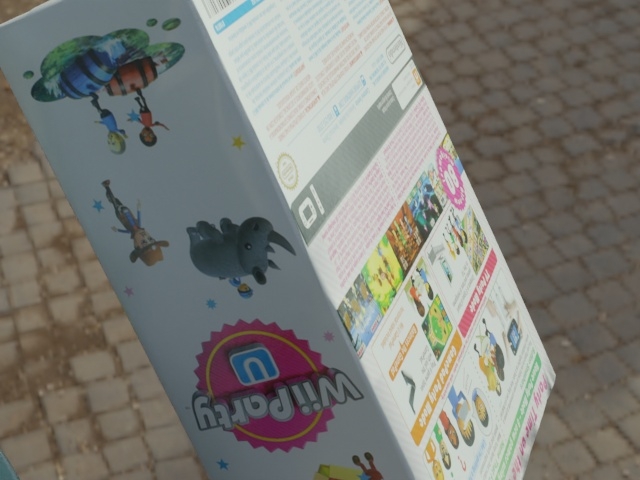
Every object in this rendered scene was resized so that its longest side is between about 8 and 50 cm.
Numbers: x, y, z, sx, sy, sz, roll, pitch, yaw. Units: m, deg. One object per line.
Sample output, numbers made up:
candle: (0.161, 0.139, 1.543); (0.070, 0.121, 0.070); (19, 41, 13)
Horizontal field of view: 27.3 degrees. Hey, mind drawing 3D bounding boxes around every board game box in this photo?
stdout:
board game box: (0.000, 0.000, 0.614); (0.097, 0.303, 0.224); (-19, 15, 25)

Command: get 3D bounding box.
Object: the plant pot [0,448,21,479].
plant pot: (-0.247, 0.231, 0.494); (0.341, 0.334, 0.341); (10, 36, -7)
